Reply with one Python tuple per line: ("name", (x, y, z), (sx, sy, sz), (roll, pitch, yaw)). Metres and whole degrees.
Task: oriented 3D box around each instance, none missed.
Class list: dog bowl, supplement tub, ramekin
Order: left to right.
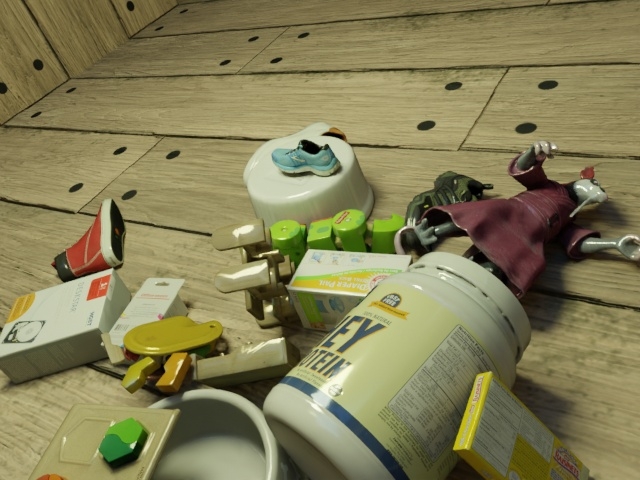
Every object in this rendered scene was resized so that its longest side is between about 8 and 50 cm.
("dog bowl", (-0.191, 0.365, 0.829), (0.349, 0.102, 0.348), (-12, 39, 10))
("ramekin", (-0.029, -0.115, 1.309), (0.278, 0.135, 0.277), (-12, 38, 10))
("supplement tub", (0.111, 0.191, 0.793), (0.236, 0.235, 0.325), (23, 55, 42))

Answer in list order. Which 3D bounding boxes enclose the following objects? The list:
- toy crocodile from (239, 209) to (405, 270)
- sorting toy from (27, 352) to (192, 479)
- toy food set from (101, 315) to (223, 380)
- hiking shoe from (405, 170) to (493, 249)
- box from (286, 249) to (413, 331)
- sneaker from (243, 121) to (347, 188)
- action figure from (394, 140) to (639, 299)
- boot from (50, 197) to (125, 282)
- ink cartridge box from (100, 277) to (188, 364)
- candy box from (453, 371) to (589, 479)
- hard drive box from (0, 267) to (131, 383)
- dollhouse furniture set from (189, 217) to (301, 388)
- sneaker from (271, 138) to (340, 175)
("toy crocodile", (0.000, 0.000, 1.175), (0.341, 0.115, 0.105), (-8, 37, 13))
("sorting toy", (-0.316, 0.290, 0.855), (0.229, 0.041, 0.307), (-7, 41, 25))
("toy food set", (-0.281, 0.199, 1.054), (0.218, 0.071, 0.128), (-9, 21, -35))
("hiking shoe", (0.253, -0.062, 1.156), (0.114, 0.086, 0.227), (11, 47, 39))
("box", (0.063, 0.094, 1.031), (0.203, 0.114, 0.103), (3, 44, 26))
("sneaker", (-0.057, -0.209, 1.459), (0.290, 0.105, 0.123), (-37, 38, -22))
("action figure", (0.364, -0.018, 1.029), (0.370, 0.248, 0.276), (-26, -7, -27))
("boot", (-0.588, -0.003, 1.472), (0.176, 0.088, 0.244), (-21, 41, 3))
("ink cartridge box", (-0.340, 0.160, 1.176), (0.105, 0.061, 0.181), (1, 43, 24))
("candy box", (0.242, 0.259, 0.689), (0.027, 0.206, 0.105), (-29, 22, 46))
("hard drive box", (-0.532, 0.176, 1.224), (0.232, 0.089, 0.181), (-17, 38, 4))
("dollhouse furniture set", (-0.135, 0.118, 1.020), (0.161, 0.212, 0.241), (-12, 65, 8))
("sneaker", (-0.035, -0.184, 1.224), (0.162, 0.073, 0.063), (7, 46, 32))
